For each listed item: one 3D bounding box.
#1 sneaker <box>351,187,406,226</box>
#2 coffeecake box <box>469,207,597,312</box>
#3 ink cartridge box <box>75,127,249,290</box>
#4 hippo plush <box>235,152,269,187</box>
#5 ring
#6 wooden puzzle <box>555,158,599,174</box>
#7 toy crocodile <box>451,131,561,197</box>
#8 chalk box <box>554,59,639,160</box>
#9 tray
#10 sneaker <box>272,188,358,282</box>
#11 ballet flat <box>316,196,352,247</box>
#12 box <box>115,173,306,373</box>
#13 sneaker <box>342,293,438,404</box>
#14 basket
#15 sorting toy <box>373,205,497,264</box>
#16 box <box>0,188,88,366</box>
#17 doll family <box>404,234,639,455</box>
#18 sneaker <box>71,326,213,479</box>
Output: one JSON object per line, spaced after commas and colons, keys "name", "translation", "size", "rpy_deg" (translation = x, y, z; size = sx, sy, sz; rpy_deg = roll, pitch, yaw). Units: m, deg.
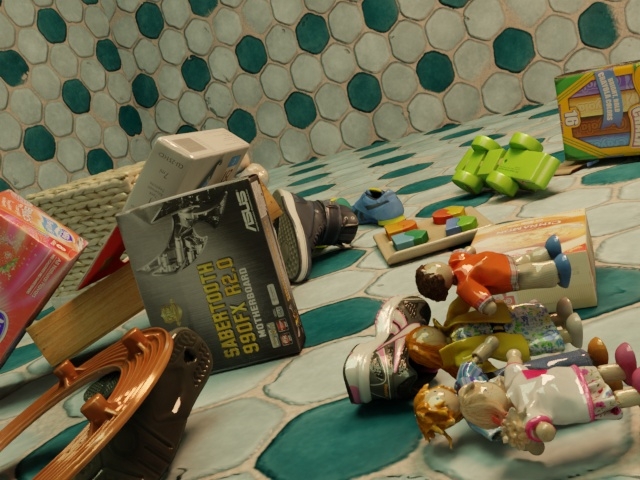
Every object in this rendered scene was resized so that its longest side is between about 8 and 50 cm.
{"name": "sneaker", "translation": [0.111, -0.078, 1.609], "size": [0.069, 0.082, 0.209], "rpy_deg": [-23, 11, -22]}
{"name": "coffeecake box", "translation": [0.256, 0.028, 0.911], "size": [0.142, 0.068, 0.185], "rpy_deg": [-11, 13, 22]}
{"name": "ink cartridge box", "translation": [-0.232, -0.045, 1.168], "size": [0.261, 0.066, 0.296], "rpy_deg": [-59, -3, 15]}
{"name": "hippo plush", "translation": [-0.308, -0.130, 2.069], "size": [0.294, 0.235, 0.236], "rpy_deg": [-9, 13, 31]}
{"name": "ring", "translation": [-0.281, 0.191, 0.710], "size": [0.336, 0.032, 0.336], "rpy_deg": [-35, 14, 10]}
{"name": "wooden puzzle", "translation": [0.511, -0.150, 1.553], "size": [0.078, 0.014, 0.116], "rpy_deg": [-26, 14, -25]}
{"name": "toy crocodile", "translation": [0.371, -0.143, 1.520], "size": [0.115, 0.105, 0.340], "rpy_deg": [-60, 20, -5]}
{"name": "chalk box", "translation": [0.645, -0.269, 1.484], "size": [0.180, 0.179, 0.288], "rpy_deg": [-20, 15, -40]}
{"name": "tray", "translation": [-0.264, 0.055, 1.204], "size": [0.410, 0.076, 0.203], "rpy_deg": [-34, 4, -20]}
{"name": "sneaker", "translation": [0.001, -0.002, 1.376], "size": [0.163, 0.086, 0.226], "rpy_deg": [14, 38, -23]}
{"name": "ballet flat", "translation": [-0.005, -0.025, 1.562], "size": [0.077, 0.077, 0.231], "rpy_deg": [-35, 3, 32]}
{"name": "box", "translation": [-0.137, 0.048, 0.957], "size": [0.182, 0.231, 0.056], "rpy_deg": [-14, 8, 9]}
{"name": "sneaker", "translation": [0.091, 0.116, 0.767], "size": [0.077, 0.072, 0.178], "rpy_deg": [2, 26, 25]}
{"name": "basket", "translation": [-0.407, -0.031, 1.663], "size": [0.331, 0.267, 0.328], "rpy_deg": [-8, 13, 29]}
{"name": "sorting toy", "translation": [0.193, -0.018, 1.303], "size": [0.192, 0.038, 0.208], "rpy_deg": [-17, 11, 0]}
{"name": "box", "translation": [-0.498, 0.093, 1.106], "size": [0.300, 0.154, 0.142], "rpy_deg": [-53, 12, 5]}
{"name": "doll family", "translation": [0.154, 0.107, 0.635], "size": [0.163, 0.118, 0.263], "rpy_deg": [-10, 29, 1]}
{"name": "sneaker", "translation": [-0.201, 0.192, 0.757], "size": [0.130, 0.087, 0.228], "rpy_deg": [-36, 18, 31]}
